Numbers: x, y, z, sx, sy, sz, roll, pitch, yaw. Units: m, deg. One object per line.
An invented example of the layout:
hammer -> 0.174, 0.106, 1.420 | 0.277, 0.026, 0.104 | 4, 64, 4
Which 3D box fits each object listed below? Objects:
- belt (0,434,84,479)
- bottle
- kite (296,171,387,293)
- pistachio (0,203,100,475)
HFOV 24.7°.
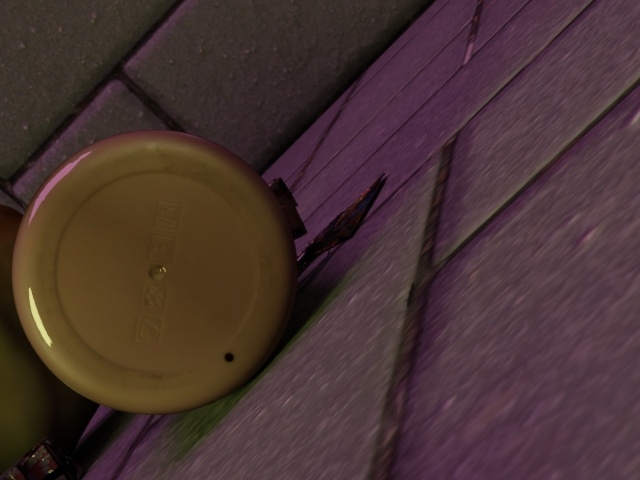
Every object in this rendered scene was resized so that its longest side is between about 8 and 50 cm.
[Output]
belt -> -0.295, 0.257, 1.231 | 0.232, 0.053, 0.071 | -43, -6, 15
bottle -> -0.098, 0.015, 1.000 | 0.206, 0.173, 0.297 | -25, 1, -7
kite -> 0.000, 0.000, 1.113 | 0.160, 0.010, 0.183 | -49, 7, -21
pistachio -> -0.373, 0.148, 1.331 | 0.445, 0.365, 0.281 | -44, 50, 5
